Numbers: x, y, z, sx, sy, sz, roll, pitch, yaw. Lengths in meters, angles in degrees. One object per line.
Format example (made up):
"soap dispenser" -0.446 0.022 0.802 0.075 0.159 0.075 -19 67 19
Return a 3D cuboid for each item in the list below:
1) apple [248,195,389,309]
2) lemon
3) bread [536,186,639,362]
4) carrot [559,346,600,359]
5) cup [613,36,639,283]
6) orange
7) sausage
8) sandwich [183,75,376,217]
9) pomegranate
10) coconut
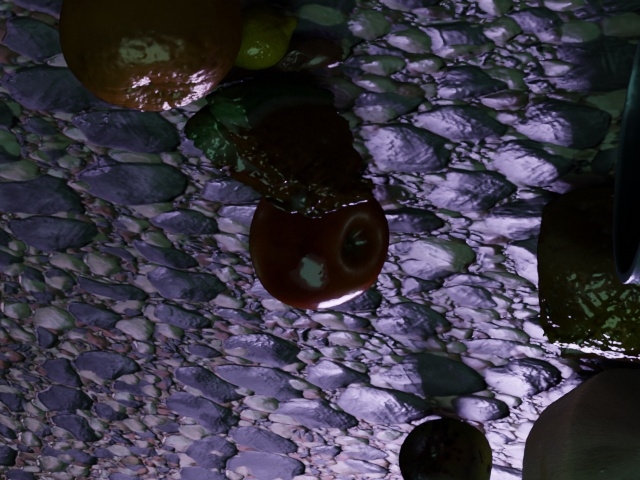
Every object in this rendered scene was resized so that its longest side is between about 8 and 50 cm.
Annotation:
"apple" 0.000 0.000 2.017 0.139 0.163 0.163 -1 153 42
"lemon" -0.063 -0.203 1.751 0.092 0.065 0.065 -15 145 21
"bread" 0.364 0.046 1.978 0.246 0.176 0.195 2 153 13
"carrot" 0.379 0.130 2.276 0.139 0.048 0.048 -1 151 13
"cup" 0.448 -0.054 1.680 0.311 0.257 0.331 6 151 2
"orange" -0.161 -0.205 1.678 0.177 0.155 0.177 7 160 2
"sausage" -0.051 -0.185 1.813 0.158 0.036 0.042 -6 -174 24
"sandwich" -0.047 -0.090 1.822 0.109 0.160 0.184 -29 171 31
"pomegranate" 0.190 0.330 2.627 0.148 0.149 0.169 5 178 8
"coconut" 0.408 0.297 2.376 0.237 0.237 0.266 20 150 -20
